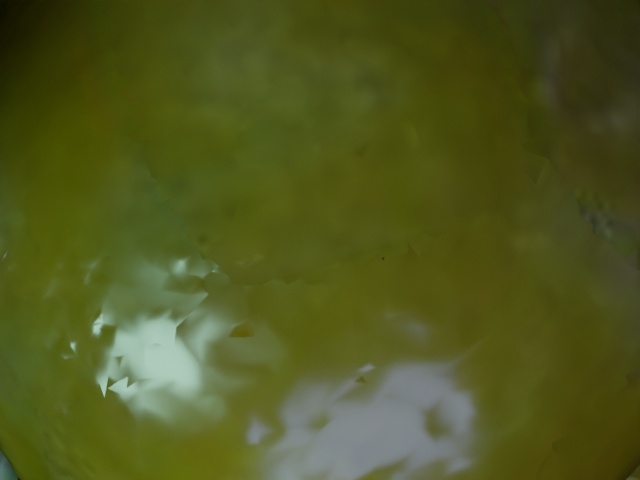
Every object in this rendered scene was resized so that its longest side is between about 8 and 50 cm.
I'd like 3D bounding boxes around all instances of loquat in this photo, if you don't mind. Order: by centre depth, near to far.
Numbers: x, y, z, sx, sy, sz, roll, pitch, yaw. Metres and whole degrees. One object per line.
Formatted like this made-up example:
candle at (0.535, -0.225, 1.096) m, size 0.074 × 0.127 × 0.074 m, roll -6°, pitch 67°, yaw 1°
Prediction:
loquat at (0.000, 0.000, 0.518) m, size 0.244 × 0.244 × 0.244 m, roll -11°, pitch 147°, yaw -7°

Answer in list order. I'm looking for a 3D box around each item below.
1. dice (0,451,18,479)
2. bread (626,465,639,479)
dice at (-0.043, 0.250, 0.769) m, size 0.330 × 0.318 × 0.322 m, roll 10°, pitch 144°, yaw -26°
bread at (0.225, 0.021, 0.744) m, size 0.239 × 0.111 × 0.246 m, roll -10°, pitch 148°, yaw -5°
